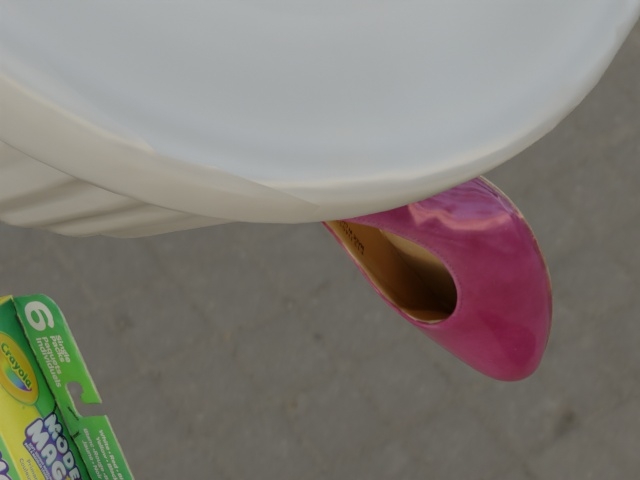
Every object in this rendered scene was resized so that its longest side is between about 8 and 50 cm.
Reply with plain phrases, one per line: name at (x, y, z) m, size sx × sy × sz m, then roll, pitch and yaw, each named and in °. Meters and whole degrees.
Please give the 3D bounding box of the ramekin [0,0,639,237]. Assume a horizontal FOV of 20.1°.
ramekin at (-0.051, -0.124, 0.468) m, size 0.273 × 0.127 × 0.273 m, roll 10°, pitch 72°, yaw -32°

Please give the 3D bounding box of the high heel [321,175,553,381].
high heel at (0.000, 0.000, 0.628) m, size 0.082 × 0.244 × 0.117 m, roll 16°, pitch 61°, yaw 41°

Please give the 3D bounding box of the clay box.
clay box at (-0.209, 0.107, 0.970) m, size 0.053 × 0.222 × 0.127 m, roll -38°, pitch 110°, yaw -50°
